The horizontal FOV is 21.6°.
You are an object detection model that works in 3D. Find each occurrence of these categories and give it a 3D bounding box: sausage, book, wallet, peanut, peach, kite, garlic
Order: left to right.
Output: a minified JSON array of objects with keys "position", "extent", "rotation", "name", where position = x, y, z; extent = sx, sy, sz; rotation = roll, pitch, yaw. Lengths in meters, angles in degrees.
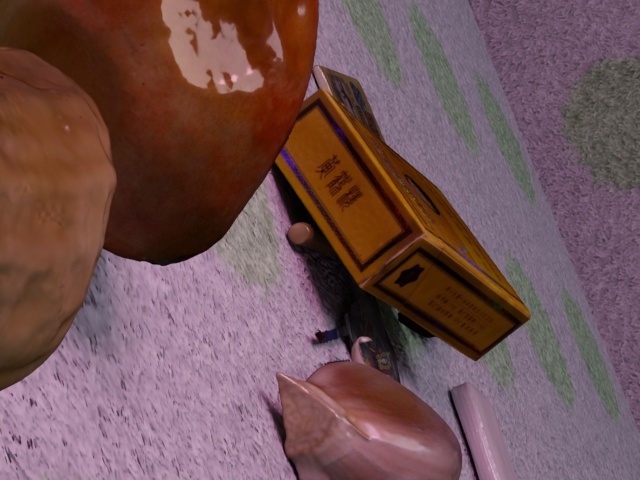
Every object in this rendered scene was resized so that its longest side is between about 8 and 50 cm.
[{"position":[-0.178,-0.005,0.707],"extent":[0.159,0.143,0.291],"rotation":[57,17,2],"name":"peanut"},{"position":[-0.110,-0.102,1.015],"extent":[0.214,0.214,0.236],"rotation":[20,68,-70],"name":"peach"},{"position":[0.000,0.000,1.569],"extent":[0.024,0.024,0.132],"rotation":[70,15,13],"name":"sausage"},{"position":[0.049,-0.120,1.955],"extent":[0.168,0.013,0.192],"rotation":[67,14,5],"name":"book"},{"position":[0.039,0.115,1.548],"extent":[0.245,0.015,0.141],"rotation":[6,64,-74],"name":"kite"},{"position":[0.052,0.161,1.384],"extent":[0.266,0.128,0.149],"rotation":[-20,104,-82],"name":"garlic"},{"position":[0.192,0.248,1.849],"extent":[0.095,0.033,0.190],"rotation":[41,29,-56],"name":"wallet"}]

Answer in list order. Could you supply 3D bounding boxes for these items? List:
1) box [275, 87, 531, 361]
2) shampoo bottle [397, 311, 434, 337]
[{"position":[0.080,-0.009,1.636],"extent":[0.193,0.084,0.301],"rotation":[55,10,28],"name":"box"},{"position":[0.138,0.069,1.877],"extent":[0.236,0.068,0.067],"rotation":[-35,121,-76],"name":"shampoo bottle"}]
